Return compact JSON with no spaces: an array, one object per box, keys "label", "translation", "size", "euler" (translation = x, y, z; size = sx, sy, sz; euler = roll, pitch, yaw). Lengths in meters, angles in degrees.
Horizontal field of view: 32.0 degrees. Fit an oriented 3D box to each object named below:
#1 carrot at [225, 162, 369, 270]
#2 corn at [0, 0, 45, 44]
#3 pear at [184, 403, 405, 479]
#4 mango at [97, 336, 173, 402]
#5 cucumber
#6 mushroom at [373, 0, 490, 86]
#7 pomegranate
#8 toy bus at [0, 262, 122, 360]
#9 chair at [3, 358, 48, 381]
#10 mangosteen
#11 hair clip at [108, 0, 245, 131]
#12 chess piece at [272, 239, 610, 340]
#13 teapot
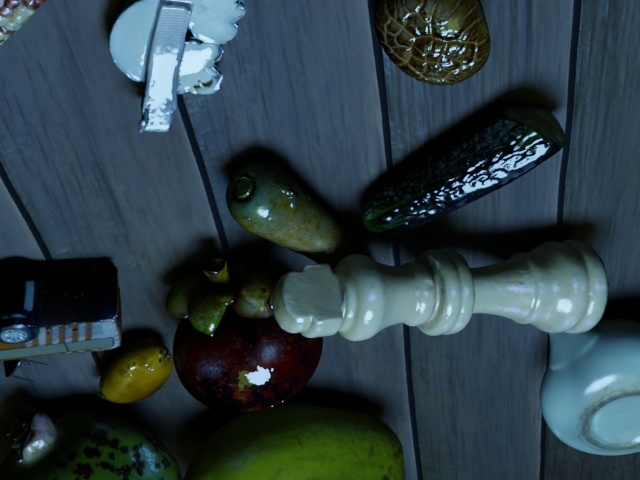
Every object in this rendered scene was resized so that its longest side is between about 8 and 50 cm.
[{"label":"carrot","translation":[0.000,0.000,1.272],"size":[0.078,0.078,0.298],"euler":[-28,142,20]},{"label":"corn","translation":[-0.243,-0.241,0.915],"size":[0.280,0.092,0.092],"euler":[-34,134,29]},{"label":"pear","translation":[-0.033,0.344,1.527],"size":[0.307,0.253,0.253],"euler":[-4,141,-23]},{"label":"mango","translation":[-0.235,0.165,1.411],"size":[0.077,0.063,0.127],"euler":[17,139,-35]},{"label":"cucumber","translation":[0.145,-0.070,1.209],"size":[0.241,0.074,0.074],"euler":[-30,136,24]},{"label":"mushroom","translation":[0.107,-0.197,1.040],"size":[0.109,0.085,0.126],"euler":[-22,133,15]},{"label":"pomegranate","translation":[-0.315,0.328,1.465],"size":[0.254,0.254,0.270],"euler":[-29,114,21]},{"label":"toy bus","translation":[-0.431,0.092,1.263],"size":[0.409,0.093,0.092],"euler":[-5,147,-5]},{"label":"chair","translation":[-0.381,0.144,1.376],"size":[0.042,0.037,0.086],"euler":[-42,135,17]},{"label":"mangosteen","translation":[-0.094,0.105,1.305],"size":[0.200,0.200,0.200],"euler":[-6,140,-5]},{"label":"hair clip","translation":[-0.140,-0.177,1.043],"size":[0.116,0.049,0.172],"euler":[1,136,-20]},{"label":"chess piece","translation":[0.135,0.060,1.279],"size":[0.397,0.117,0.117],"euler":[-2,140,-24]},{"label":"teapot","translation":[0.447,0.169,1.488],"size":[0.318,0.149,0.220],"euler":[-10,132,2]}]
